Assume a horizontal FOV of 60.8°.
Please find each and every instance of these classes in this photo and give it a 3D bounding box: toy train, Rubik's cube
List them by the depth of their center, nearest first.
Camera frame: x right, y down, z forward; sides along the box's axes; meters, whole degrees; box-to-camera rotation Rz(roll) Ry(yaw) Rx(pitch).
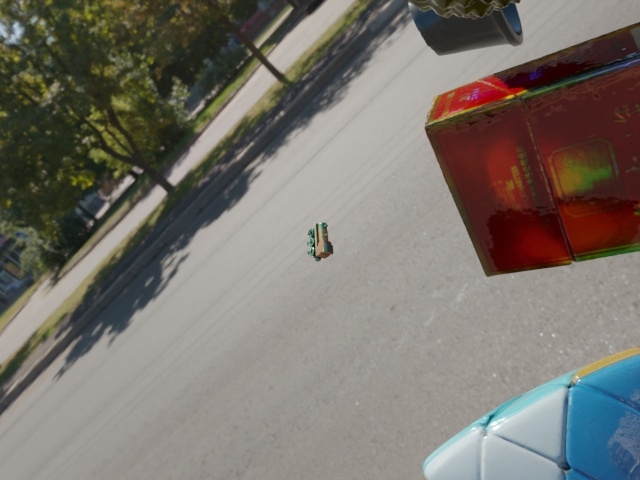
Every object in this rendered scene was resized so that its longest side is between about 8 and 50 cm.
[{"bbox_3d":[0.219,0.188,0.506,0.254,0.254,0.254,-39,22,19],"label":"Rubik's cube"},{"bbox_3d":[0.000,0.000,1.393,0.064,0.044,0.103,-36,48,44],"label":"toy train"}]

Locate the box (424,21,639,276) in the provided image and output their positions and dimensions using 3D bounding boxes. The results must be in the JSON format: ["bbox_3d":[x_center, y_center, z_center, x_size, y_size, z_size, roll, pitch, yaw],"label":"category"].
[{"bbox_3d":[0.281,-0.087,0.513,0.313,0.197,0.089,-13,32,31],"label":"box"}]

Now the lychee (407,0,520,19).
[{"bbox_3d":[0.119,-0.375,0.520,0.270,0.270,0.320,-31,63,34],"label":"lychee"}]

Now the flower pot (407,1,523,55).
[{"bbox_3d":[0.430,-0.705,1.647,0.251,0.379,0.379,-21,31,32],"label":"flower pot"}]
